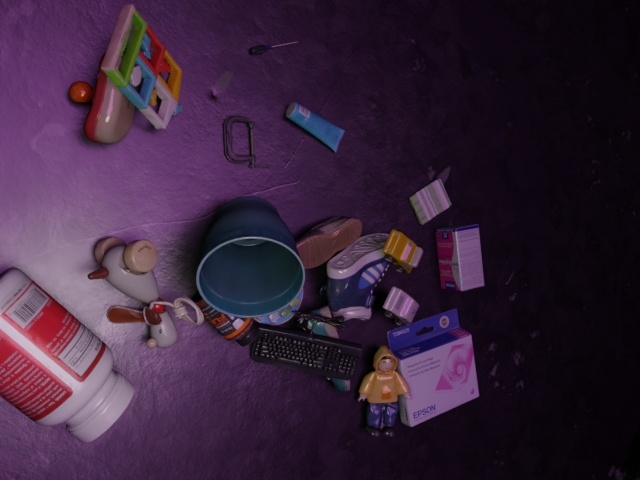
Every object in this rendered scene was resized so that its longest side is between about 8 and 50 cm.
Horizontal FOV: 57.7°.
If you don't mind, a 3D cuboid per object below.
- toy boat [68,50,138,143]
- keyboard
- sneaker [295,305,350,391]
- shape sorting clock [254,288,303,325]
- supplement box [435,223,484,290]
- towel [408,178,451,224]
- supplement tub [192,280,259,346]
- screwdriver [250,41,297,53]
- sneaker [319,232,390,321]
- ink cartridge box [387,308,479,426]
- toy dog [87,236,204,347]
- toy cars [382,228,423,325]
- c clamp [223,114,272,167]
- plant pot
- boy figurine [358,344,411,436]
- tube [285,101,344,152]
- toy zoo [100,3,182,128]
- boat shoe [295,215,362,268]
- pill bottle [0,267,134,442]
[{"bbox_3d":[-0.555,-0.361,1.459,0.151,0.151,0.230,8,85,1],"label":"toy boat"},{"bbox_3d":[-0.033,0.297,1.705,0.318,0.033,0.201,12,102,-5],"label":"keyboard"},{"bbox_3d":[0.009,0.346,1.796,0.121,0.108,0.302,-17,110,0],"label":"sneaker"},{"bbox_3d":[-0.139,0.151,1.735,0.206,0.040,0.206,-1,91,-29],"label":"shape sorting clock"},{"bbox_3d":[0.492,0.059,2.051,0.114,0.111,0.219,-11,95,-29],"label":"supplement box"},{"bbox_3d":[0.384,-0.137,2.043,0.152,0.023,0.113,-32,103,-23],"label":"towel"},{"bbox_3d":[-0.260,0.208,1.631,0.106,0.106,0.198,-48,111,-20],"label":"supplement tub"},{"bbox_3d":[-0.137,-0.585,1.742,0.170,0.024,0.025,-27,132,-28],"label":"screwdriver"},{"bbox_3d":[0.141,0.132,1.865,0.323,0.130,0.236,-29,124,-40],"label":"sneaker"},{"bbox_3d":[0.400,0.437,2.028,0.324,0.071,0.329,-14,98,-28],"label":"ink cartridge box"},{"bbox_3d":[-0.474,0.145,1.469,0.333,0.220,0.161,56,43,-8],"label":"toy dog"},{"bbox_3d":[0.277,0.135,1.862,0.176,0.087,0.393,-32,129,-42],"label":"toy cars"},{"bbox_3d":[-0.218,-0.288,1.701,0.137,0.022,0.160,-10,97,-24],"label":"c clamp"},{"bbox_3d":[-0.191,0.022,1.557,0.272,0.255,0.271,-5,128,-6],"label":"plant pot"},{"bbox_3d":[0.214,0.488,1.896,0.177,0.092,0.285,6,92,-5],"label":"boy figurine"},{"bbox_3d":[-0.012,-0.356,1.802,0.207,0.052,0.080,27,82,-32],"label":"tube"},{"bbox_3d":[-0.433,-0.419,1.477,0.293,0.030,0.192,54,41,-61],"label":"toy zoo"},{"bbox_3d":[0.000,0.000,1.785,0.285,0.092,0.102,-29,123,-28],"label":"boat shoe"},{"bbox_3d":[-0.640,0.276,1.346,0.229,0.229,0.407,-48,112,-20],"label":"pill bottle"}]
